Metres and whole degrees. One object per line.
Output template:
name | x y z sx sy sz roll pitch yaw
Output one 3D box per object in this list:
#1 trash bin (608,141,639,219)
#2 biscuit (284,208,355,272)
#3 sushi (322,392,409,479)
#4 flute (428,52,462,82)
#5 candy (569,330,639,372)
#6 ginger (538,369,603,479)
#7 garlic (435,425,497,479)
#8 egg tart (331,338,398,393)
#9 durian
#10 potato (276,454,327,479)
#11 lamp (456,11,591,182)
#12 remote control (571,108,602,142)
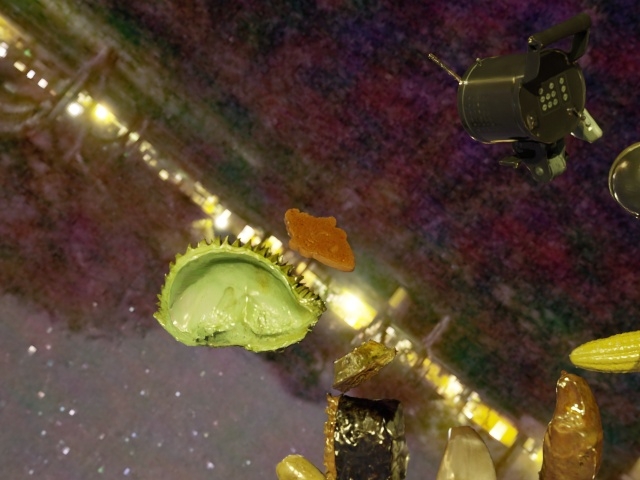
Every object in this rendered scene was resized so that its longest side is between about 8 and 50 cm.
trash bin | 0.879 -0.140 1.865 0.334 0.214 0.214 8 173 7
biscuit | 0.000 0.000 2.118 0.280 0.183 0.043 43 142 27
sushi | 0.107 0.545 1.851 0.208 0.348 0.234 2 175 12
flute | 0.345 -0.438 2.004 0.014 0.014 0.269 40 -168 -38
candy | 0.715 0.280 1.873 0.106 0.199 0.094 -29 -73 -72
ginger | 0.442 0.389 1.342 0.107 0.133 0.309 22 132 41
garlic | 0.291 0.492 1.559 0.112 0.143 0.318 23 -150 0
egg tart | 0.111 0.329 2.058 0.090 0.213 0.212 60 179 5
durian | -0.163 0.104 1.464 0.394 0.198 0.163 7 149 29
potato | -0.048 0.683 2.175 0.170 0.107 0.080 42 -177 13
lamp | 0.441 -0.330 1.724 0.272 0.205 0.374 34 144 45
remote control | 0.616 -0.339 1.943 0.128 0.065 0.335 44 -162 -16
